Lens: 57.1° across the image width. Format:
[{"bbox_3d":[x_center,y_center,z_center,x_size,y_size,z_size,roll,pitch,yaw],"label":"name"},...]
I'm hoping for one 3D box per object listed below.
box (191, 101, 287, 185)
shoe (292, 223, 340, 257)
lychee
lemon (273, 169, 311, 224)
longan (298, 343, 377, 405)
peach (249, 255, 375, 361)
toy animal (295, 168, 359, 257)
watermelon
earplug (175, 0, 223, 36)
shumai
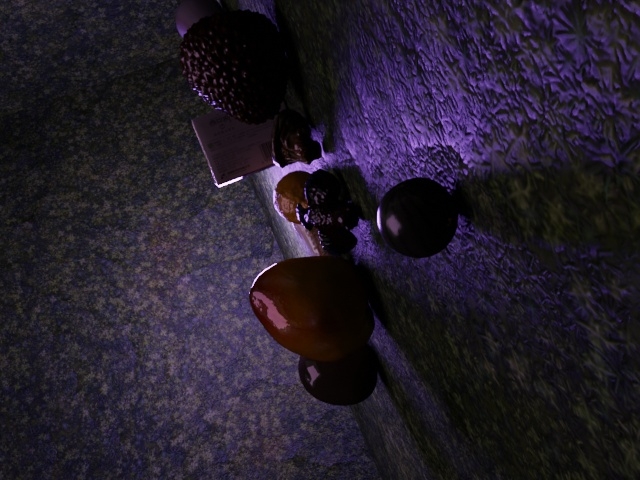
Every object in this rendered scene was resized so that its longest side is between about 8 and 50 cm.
[{"bbox_3d":[-0.202,-0.284,1.643,0.111,0.261,0.194,-154,44,-83],"label":"box"},{"bbox_3d":[0.000,0.000,1.708,0.110,0.095,0.264,41,158,59],"label":"shoe"},{"bbox_3d":[-0.183,-0.391,1.351,0.271,0.272,0.271,158,90,-81],"label":"lychee"},{"bbox_3d":[-0.050,-0.109,1.546,0.187,0.142,0.142,43,154,59],"label":"lemon"},{"bbox_3d":[0.058,0.400,1.873,0.258,0.258,0.257,158,90,-81],"label":"longan"},{"bbox_3d":[-0.021,0.174,1.543,0.289,0.308,0.288,-10,-90,-86],"label":"peach"},{"bbox_3d":[0.019,-0.052,1.346,0.179,0.116,0.218,-139,34,-73],"label":"toy animal"},{"bbox_3d":[0.136,-0.022,0.782,0.133,0.105,0.105,46,-177,-30],"label":"watermelon"},{"bbox_3d":[-0.348,-0.681,1.930,0.301,0.173,0.172,51,162,43],"label":"earplug"},{"bbox_3d":[-0.053,-0.233,1.415,0.116,0.145,0.145,17,147,20],"label":"shumai"}]
